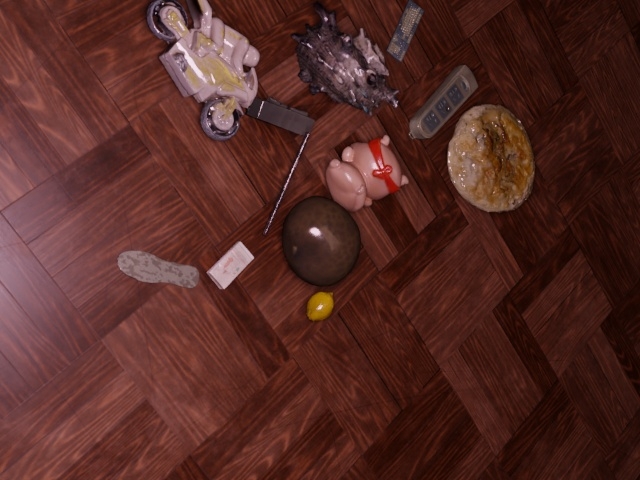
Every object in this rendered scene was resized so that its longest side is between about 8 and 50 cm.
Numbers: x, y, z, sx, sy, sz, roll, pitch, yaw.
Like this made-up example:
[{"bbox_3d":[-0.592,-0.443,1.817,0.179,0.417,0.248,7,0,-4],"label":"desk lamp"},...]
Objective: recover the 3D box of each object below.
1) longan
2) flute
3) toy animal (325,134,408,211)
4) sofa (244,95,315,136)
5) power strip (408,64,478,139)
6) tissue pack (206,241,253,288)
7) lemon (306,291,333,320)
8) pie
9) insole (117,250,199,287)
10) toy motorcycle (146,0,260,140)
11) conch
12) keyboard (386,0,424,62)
[{"bbox_3d":[0.000,0.000,1.884,0.198,0.198,0.212,-39,104,-28],"label":"longan"},{"bbox_3d":[-0.080,-0.134,1.891,0.014,0.014,0.269,22,94,-30],"label":"flute"},{"bbox_3d":[0.113,-0.167,1.985,0.198,0.171,0.171,-28,102,-22],"label":"toy animal"},{"bbox_3d":[-0.095,-0.299,1.890,0.147,0.085,0.060,16,97,-30],"label":"sofa"},{"bbox_3d":[0.336,-0.376,2.196,0.286,0.048,0.080,-47,110,-24],"label":"power strip"},{"bbox_3d":[-0.208,0.057,1.841,0.108,0.023,0.056,-46,111,-26],"label":"tissue pack"},{"bbox_3d":[0.001,0.158,1.947,0.092,0.065,0.065,-45,110,-26],"label":"lemon"},{"bbox_3d":[0.495,-0.231,2.269,0.339,0.077,0.339,2,86,-32],"label":"pie"},{"bbox_3d":[-0.355,0.065,1.758,0.193,0.006,0.065,15,79,-31],"label":"insole"},{"bbox_3d":[-0.241,-0.410,1.796,0.223,0.108,0.340,-39,109,-28],"label":"toy motorcycle"},{"bbox_3d":[0.075,-0.443,1.966,0.313,0.186,0.240,35,41,-7],"label":"conch"},{"bbox_3d":[0.229,-0.567,2.156,0.055,0.014,0.176,32,71,-24],"label":"keyboard"}]
